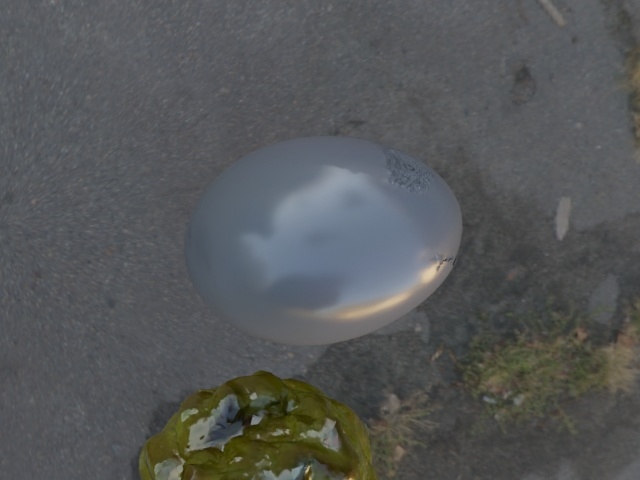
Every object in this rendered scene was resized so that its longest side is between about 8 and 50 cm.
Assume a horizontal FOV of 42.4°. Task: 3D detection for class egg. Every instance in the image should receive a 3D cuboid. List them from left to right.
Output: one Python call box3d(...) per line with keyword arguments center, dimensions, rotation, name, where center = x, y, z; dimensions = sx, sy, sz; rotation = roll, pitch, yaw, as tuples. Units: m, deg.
box3d(center=(0.000, 0.000, 0.580), dimensions=(0.198, 0.146, 0.146), rotation=(-4, 93, 14), name="egg")

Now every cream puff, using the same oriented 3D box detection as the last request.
box3d(center=(-0.033, 0.131, 0.441), dimensions=(0.146, 0.116, 0.146), rotation=(2, 64, -3), name="cream puff")
